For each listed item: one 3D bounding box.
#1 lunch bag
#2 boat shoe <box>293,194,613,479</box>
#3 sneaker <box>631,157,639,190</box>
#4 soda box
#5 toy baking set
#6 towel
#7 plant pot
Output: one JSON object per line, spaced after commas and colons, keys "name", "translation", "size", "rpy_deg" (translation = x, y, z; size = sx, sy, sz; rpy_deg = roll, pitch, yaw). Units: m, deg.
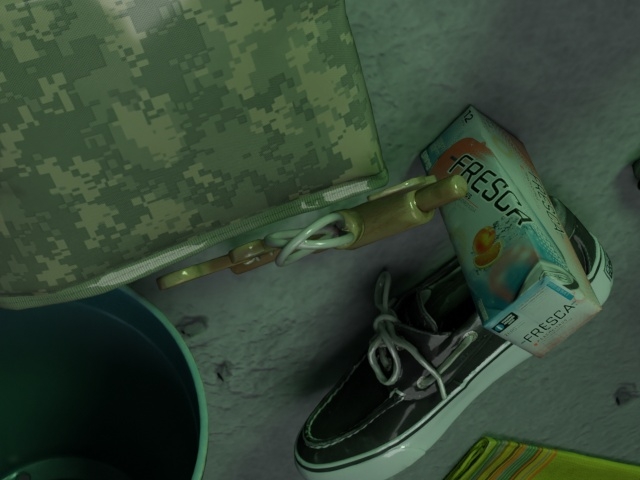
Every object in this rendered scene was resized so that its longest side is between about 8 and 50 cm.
{"name": "lunch bag", "translation": [-0.131, -0.104, 0.732], "size": [0.287, 0.169, 0.235], "rpy_deg": [-21, 135, -2]}
{"name": "boat shoe", "translation": [0.086, 0.081, 1.006], "size": [0.306, 0.113, 0.105], "rpy_deg": [-36, 125, 14]}
{"name": "sneaker", "translation": [0.270, -0.043, 1.001], "size": [0.035, 0.031, 0.083], "rpy_deg": [-19, 132, 21]}
{"name": "soda box", "translation": [0.128, -0.010, 0.880], "size": [0.063, 0.183, 0.058], "rpy_deg": [29, 119, -34]}
{"name": "toy baking set", "translation": [0.004, -0.001, 0.846], "size": [0.256, 0.030, 0.196], "rpy_deg": [-21, 180, 42]}
{"name": "towel", "translation": [0.233, 0.249, 1.267], "size": [0.237, 0.021, 0.102], "rpy_deg": [15, 128, -27]}
{"name": "plant pot", "translation": [-0.214, 0.194, 0.939], "size": [0.271, 0.272, 0.255], "rpy_deg": [-9, 148, -8]}
